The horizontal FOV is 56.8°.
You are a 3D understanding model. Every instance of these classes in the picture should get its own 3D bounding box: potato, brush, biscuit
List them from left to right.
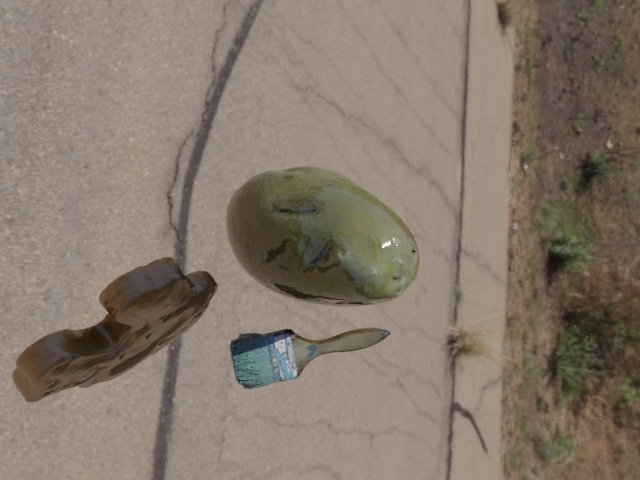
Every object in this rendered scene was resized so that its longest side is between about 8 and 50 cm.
[{"bbox_3d":[-0.151,0.075,0.494,0.040,0.144,0.236,57,-2,10],"label":"biscuit"},{"bbox_3d":[-0.010,0.131,0.720,0.021,0.196,0.070,-143,-137,-80],"label":"brush"},{"bbox_3d":[0.000,0.000,0.668,0.178,0.235,0.160,-11,113,-52],"label":"potato"}]
